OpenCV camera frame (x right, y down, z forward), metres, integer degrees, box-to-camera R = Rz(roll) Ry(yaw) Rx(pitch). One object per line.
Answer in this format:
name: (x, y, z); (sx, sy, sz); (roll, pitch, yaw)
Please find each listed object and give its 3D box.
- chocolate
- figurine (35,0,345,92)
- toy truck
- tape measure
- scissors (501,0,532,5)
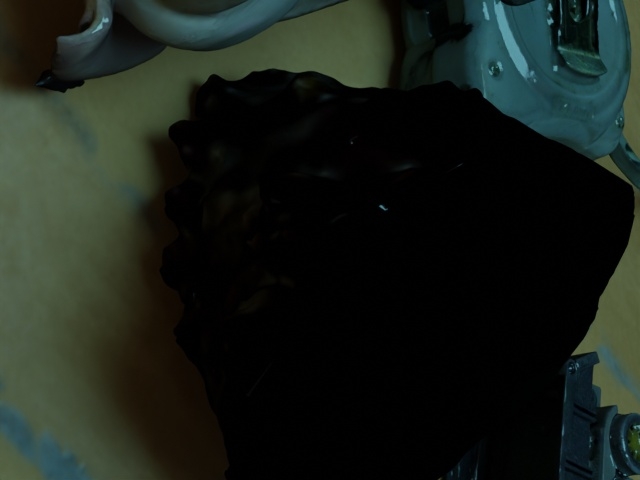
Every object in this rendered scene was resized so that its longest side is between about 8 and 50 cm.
chocolate: (0.000, 0.000, 0.764); (0.177, 0.206, 0.224); (45, 16, 33)
figurine: (-0.056, -0.257, 0.675); (0.253, 0.211, 0.361); (-147, -135, -89)
toy truck: (0.108, 0.153, 0.853); (0.092, 0.083, 0.192); (28, 59, -40)
tape measure: (0.169, -0.107, 0.986); (0.330, 0.084, 0.164); (1, 83, -45)
scissors: (0.105, -0.167, 0.777); (0.289, 0.041, 0.138); (-5, 86, -70)
